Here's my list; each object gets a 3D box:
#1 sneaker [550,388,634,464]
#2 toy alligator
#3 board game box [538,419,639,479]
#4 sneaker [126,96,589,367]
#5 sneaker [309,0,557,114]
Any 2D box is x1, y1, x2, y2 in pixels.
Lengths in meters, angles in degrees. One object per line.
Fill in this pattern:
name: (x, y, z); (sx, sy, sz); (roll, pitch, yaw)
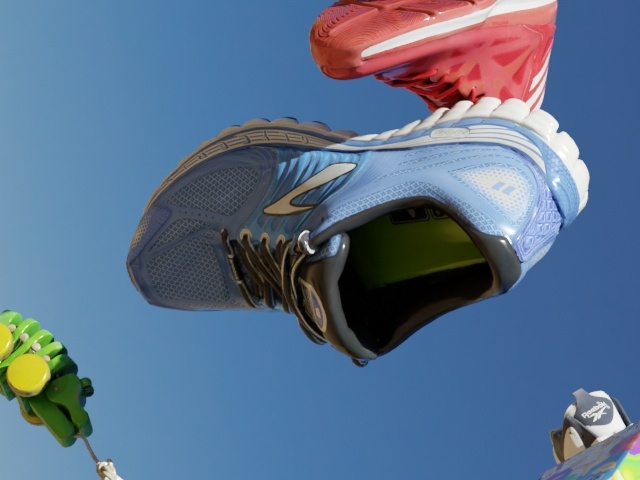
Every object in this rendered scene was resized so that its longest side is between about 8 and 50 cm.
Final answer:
sneaker: (0.348, 0.237, 2.101); (0.235, 0.094, 0.153); (-36, -106, 59)
toy alligator: (-0.181, 0.099, 1.227); (0.189, 0.051, 0.056); (38, -23, 22)
board game box: (0.231, 0.286, 1.516); (0.142, 0.275, 0.144); (-35, -88, 34)
sneaker: (0.000, 0.000, 1.155); (0.130, 0.330, 0.147); (61, 38, -24)
sneaker: (0.083, -0.099, 1.143); (0.087, 0.221, 0.128); (17, -62, 43)
